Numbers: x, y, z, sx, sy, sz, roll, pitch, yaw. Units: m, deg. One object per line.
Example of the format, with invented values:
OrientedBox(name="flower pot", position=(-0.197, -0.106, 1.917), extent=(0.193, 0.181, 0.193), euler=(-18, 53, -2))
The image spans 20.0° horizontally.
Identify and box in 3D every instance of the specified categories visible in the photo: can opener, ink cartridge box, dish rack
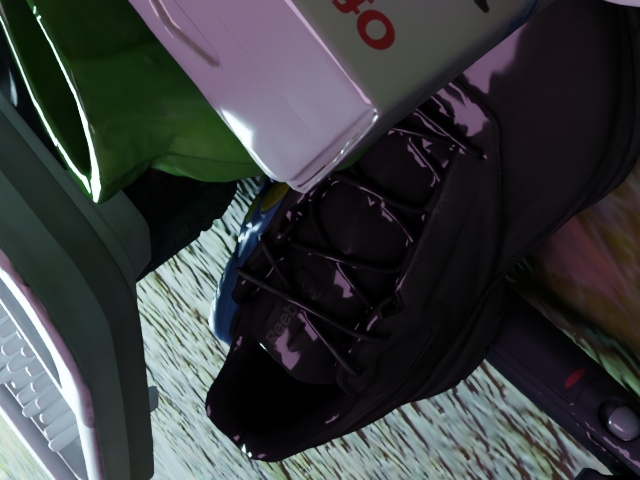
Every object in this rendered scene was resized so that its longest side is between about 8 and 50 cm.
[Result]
OrientedBox(name="can opener", position=(0.113, 0.072, 0.790), extent=(0.186, 0.073, 0.059), euler=(49, 163, 25))
OrientedBox(name="ink cartridge box", position=(0.025, -0.118, 0.553), extent=(0.127, 0.175, 0.072), euler=(51, 153, 0))
OrientedBox(name="dish rack", position=(-0.167, -0.010, 0.893), extent=(0.285, 0.072, 0.333), euler=(49, 161, 16))

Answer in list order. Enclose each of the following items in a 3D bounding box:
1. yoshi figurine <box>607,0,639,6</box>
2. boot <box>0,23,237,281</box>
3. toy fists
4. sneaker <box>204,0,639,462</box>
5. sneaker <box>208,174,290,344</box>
OrientedBox(name="yoshi figurine", position=(0.123, -0.107, 0.380), extent=(0.362, 0.203, 0.203), euler=(23, 112, 4))
OrientedBox(name="boot", position=(-0.124, -0.110, 0.867), extent=(0.223, 0.118, 0.338), euler=(51, 151, 4))
OrientedBox(name="toy fists", position=(-0.062, -0.124, 0.660), extent=(0.279, 0.142, 0.096), euler=(56, 160, 38))
OrientedBox(name="sneaker", position=(0.034, -0.007, 0.704), extent=(0.109, 0.130, 0.286), euler=(40, 137, 20))
OrientedBox(name="sneaker", position=(0.000, 0.000, 0.882), extent=(0.078, 0.067, 0.188), euler=(21, 145, -2))
